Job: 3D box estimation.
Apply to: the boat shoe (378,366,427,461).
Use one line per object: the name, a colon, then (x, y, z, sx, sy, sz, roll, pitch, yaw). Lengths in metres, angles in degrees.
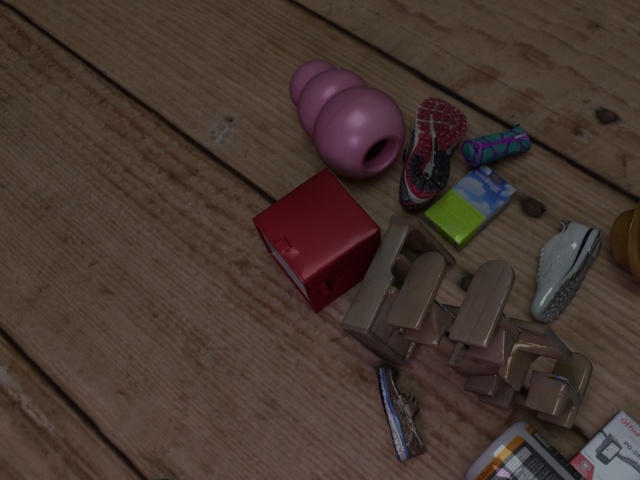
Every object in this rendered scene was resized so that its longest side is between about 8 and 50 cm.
boat shoe: (0.159, 0.332, 1.470, 0.066, 0.066, 0.183, -13, 74, -2)

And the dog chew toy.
dog chew toy: (0.043, -0.291, 1.702, 0.207, 0.206, 0.332, -34, 57, -7)

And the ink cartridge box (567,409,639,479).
ink cartridge box: (0.536, 0.400, 1.371, 0.150, 0.063, 0.109, -41, 66, -10)

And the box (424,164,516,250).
box: (0.324, -0.075, 1.635, 0.178, 0.042, 0.109, -41, 66, -11)

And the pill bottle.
pill bottle: (0.399, 0.464, 1.309, 0.162, 0.162, 0.278, -40, 66, -10)

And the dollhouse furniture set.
dollhouse furniture set: (0.273, 0.120, 1.395, 0.394, 0.362, 0.256, 9, 66, 46)

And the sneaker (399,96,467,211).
sneaker: (0.235, -0.199, 1.676, 0.121, 0.112, 0.299, 26, 58, -2)

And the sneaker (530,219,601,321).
sneaker: (0.481, 0.062, 1.534, 0.095, 0.090, 0.235, 25, 68, 33)

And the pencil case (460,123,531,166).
pencil case: (0.384, -0.207, 1.644, 0.152, 0.070, 0.064, -17, 76, -23)

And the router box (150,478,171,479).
router box: (-0.295, 0.523, 1.438, 0.038, 0.092, 0.122, -9, 65, 5)

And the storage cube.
storage cube: (0.000, 0.000, 1.577, 0.193, 0.183, 0.215, -35, 65, -8)

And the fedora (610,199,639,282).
fedora: (0.639, -0.005, 1.511, 0.079, 0.194, 0.194, 0, 59, 51)
